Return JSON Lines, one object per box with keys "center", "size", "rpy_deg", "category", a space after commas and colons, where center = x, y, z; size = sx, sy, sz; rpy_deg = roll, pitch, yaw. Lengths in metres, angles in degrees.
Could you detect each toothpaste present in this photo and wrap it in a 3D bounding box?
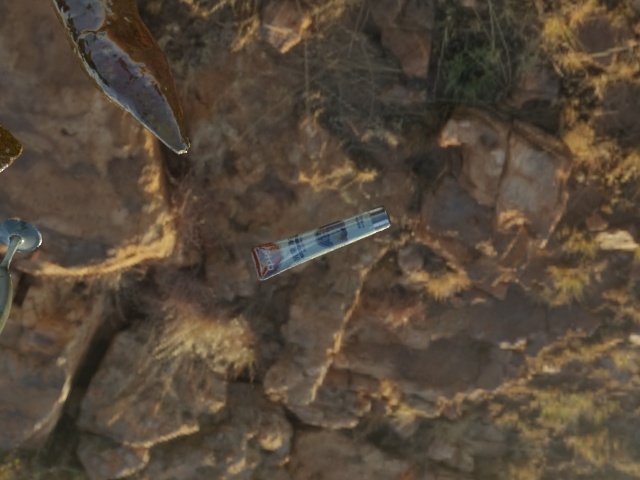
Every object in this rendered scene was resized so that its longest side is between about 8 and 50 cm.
{"center": [0.000, 0.000, 1.382], "size": [0.239, 0.062, 0.039], "rpy_deg": [-20, 160, 10], "category": "toothpaste"}

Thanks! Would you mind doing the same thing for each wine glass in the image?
{"center": [-0.424, 0.058, 1.107], "size": [0.066, 0.198, 0.066], "rpy_deg": [0, 132, 0], "category": "wine glass"}

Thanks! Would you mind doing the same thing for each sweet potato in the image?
{"center": [-0.295, -0.268, 1.239], "size": [0.131, 0.131, 0.337], "rpy_deg": [-27, 90, 40], "category": "sweet potato"}

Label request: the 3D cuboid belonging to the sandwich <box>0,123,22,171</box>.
{"center": [-0.607, -0.186, 1.231], "size": [0.254, 0.100, 0.288], "rpy_deg": [-20, 121, 42], "category": "sandwich"}
